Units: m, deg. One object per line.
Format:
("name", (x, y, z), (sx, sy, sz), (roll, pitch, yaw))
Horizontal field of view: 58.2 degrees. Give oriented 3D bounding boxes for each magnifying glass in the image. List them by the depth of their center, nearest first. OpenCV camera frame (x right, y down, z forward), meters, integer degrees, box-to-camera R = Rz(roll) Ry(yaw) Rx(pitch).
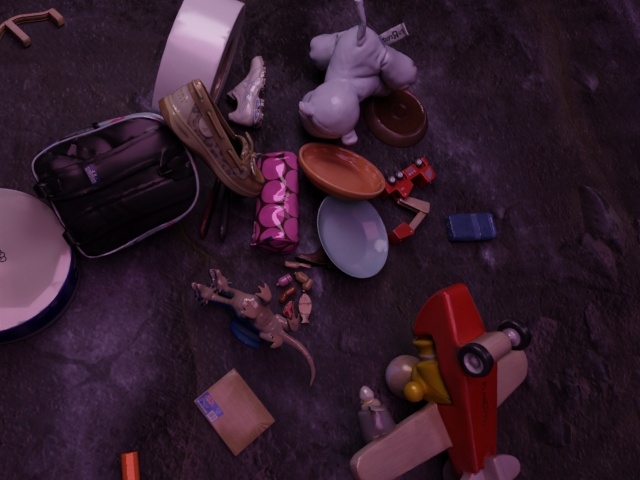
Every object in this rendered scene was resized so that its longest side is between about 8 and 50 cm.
("magnifying glass", (-0.317, 0.483, 0.981), (0.092, 0.026, 0.231), (-5, 75, -17))

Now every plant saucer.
("plant saucer", (0.061, -0.010, 1.220), (0.194, 0.037, 0.195), (16, 62, -33))
("plant saucer", (0.043, -0.144, 1.240), (0.199, 0.037, 0.200), (17, 33, -11))
("plant saucer", (0.186, -0.305, 1.385), (0.168, 0.029, 0.169), (5, 71, -14))

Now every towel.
("towel", (0.349, -0.030, 1.335), (0.119, 0.029, 0.067), (-2, 72, -17))

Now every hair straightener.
("hair straightener", (-0.183, -0.104, 1.206), (0.088, 0.047, 0.231), (10, 63, 1))

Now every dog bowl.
("dog bowl", (-0.570, 0.045, 1.015), (0.264, 0.104, 0.265), (5, 71, -14))

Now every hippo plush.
("hippo plush", (0.076, -0.319, 1.249), (0.234, 0.294, 0.237), (23, 85, -21))

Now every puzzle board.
("puzzle board", (-0.162, 0.321, 1.084), (0.096, 0.011, 0.128), (-37, 84, -22))

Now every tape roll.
("tape roll", (-0.241, -0.348, 1.144), (0.100, 0.286, 0.286), (19, 68, -10))

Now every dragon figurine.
("dragon figurine", (-0.118, 0.157, 1.111), (0.289, 0.144, 0.085), (45, 63, -18))

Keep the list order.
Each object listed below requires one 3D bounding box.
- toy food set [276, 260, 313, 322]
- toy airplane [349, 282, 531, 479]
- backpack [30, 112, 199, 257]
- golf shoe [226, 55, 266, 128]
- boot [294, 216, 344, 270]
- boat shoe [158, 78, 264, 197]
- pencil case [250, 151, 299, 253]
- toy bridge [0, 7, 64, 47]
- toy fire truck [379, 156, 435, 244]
("toy food set", (-0.055, 0.107, 1.184), (0.077, 0.019, 0.122), (9, 77, -12))
("toy airplane", (0.240, 0.310, 1.093), (0.386, 0.272, 0.385), (39, 73, -40))
("backpack", (-0.353, -0.113, 1.050), (0.253, 0.191, 0.225), (-25, 109, -4))
("golf shoe", (-0.165, -0.337, 1.281), (0.085, 0.069, 0.176), (5, 69, -7))
("boot", (0.000, 0.000, 1.224), (0.106, 0.037, 0.114), (15, 71, -24))
("boat shoe", (-0.174, -0.177, 1.062), (0.089, 0.285, 0.105), (-33, 55, 10))
("pencil case", (-0.094, -0.080, 1.201), (0.098, 0.095, 0.210), (-2, 69, 6))
("toy bridge", (-0.634, -0.433, 1.204), (0.063, 0.026, 0.188), (43, 66, 4))
("toy fire truck", (0.202, -0.092, 1.306), (0.192, 0.047, 0.135), (-34, 83, -24))
